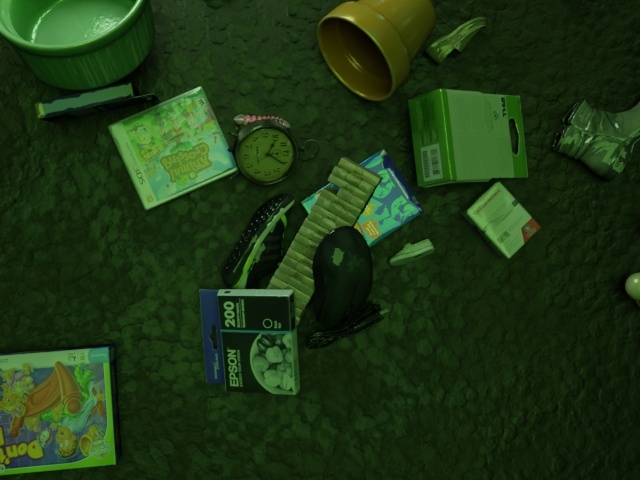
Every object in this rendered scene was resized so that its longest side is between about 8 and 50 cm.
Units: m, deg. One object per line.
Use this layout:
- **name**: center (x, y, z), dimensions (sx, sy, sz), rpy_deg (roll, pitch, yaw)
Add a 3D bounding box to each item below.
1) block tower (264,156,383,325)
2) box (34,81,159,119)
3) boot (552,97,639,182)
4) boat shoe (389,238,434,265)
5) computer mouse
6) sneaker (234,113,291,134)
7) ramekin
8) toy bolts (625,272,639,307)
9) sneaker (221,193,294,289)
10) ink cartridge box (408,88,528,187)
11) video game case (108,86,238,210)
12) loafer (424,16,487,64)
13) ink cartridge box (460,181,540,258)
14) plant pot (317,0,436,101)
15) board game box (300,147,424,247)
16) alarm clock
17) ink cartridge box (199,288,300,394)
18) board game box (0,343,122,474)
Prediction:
- **block tower**: center (0.000, 0.000, 1.613), dimensions (0.097, 0.091, 0.336), rpy_deg (29, 101, 5)
- **box**: center (-0.440, -0.278, 1.603), dimensions (0.225, 0.136, 0.037), rpy_deg (-12, 96, -6)
- **boot**: center (0.619, -0.261, 1.725), dimensions (0.161, 0.083, 0.247), rpy_deg (35, 84, 3)
- **boat shoe**: center (0.190, 0.023, 1.702), dimensions (0.100, 0.035, 0.035), rpy_deg (-21, 63, -1)
- **computer mouse**: center (0.056, 0.098, 1.578), dimensions (0.188, 0.072, 0.272), rpy_deg (-22, 129, -23)
- **sneaker**: center (-0.122, -0.230, 1.682), dimensions (0.119, 0.047, 0.057), rpy_deg (4, 110, -4)
- **ramekin**: center (-0.467, -0.437, 1.554), dimensions (0.303, 0.148, 0.304), rpy_deg (-1, 62, 2)
- **toy bolts**: center (0.754, 0.045, 1.663), dimensions (0.158, 0.218, 0.229), rpy_deg (18, 79, -17)
- **sneaker**: center (-0.113, 0.013, 1.665), dimensions (0.097, 0.084, 0.235), rpy_deg (36, 86, -27)
- **ink cartridge box**: center (0.317, -0.211, 1.696), dimensions (0.255, 0.097, 0.189), rpy_deg (-5, 88, -39)
- **video game case**: center (-0.304, -0.191, 1.669), dimensions (0.212, 0.023, 0.194), rpy_deg (-24, 90, -5)
- **loafer**: center (0.295, -0.425, 1.714), dimensions (0.148, 0.056, 0.050), rpy_deg (-30, 91, 5)
- **ink cartridge box**: center (0.380, -0.042, 1.705), dimensions (0.099, 0.056, 0.135), rpy_deg (-43, 92, -5)
- **plant pot**: center (0.130, -0.422, 1.638), dimensions (0.205, 0.205, 0.188), rpy_deg (46, 70, -2)
- **board game box**: center (0.087, -0.069, 1.686), dimensions (0.210, 0.047, 0.160), rpy_deg (-34, 91, -4)
- **alarm clock**: center (-0.095, -0.184, 1.651), dimensions (0.191, 0.064, 0.130), rpy_deg (-4, 117, -9)
- **ink cartridge box**: center (-0.148, 0.201, 1.607), dimensions (0.208, 0.045, 0.207), rpy_deg (-1, 101, 17)
- **board game box**: center (-0.582, 0.338, 1.601), dimensions (0.346, 0.078, 0.234), rpy_deg (-4, 88, -5)
